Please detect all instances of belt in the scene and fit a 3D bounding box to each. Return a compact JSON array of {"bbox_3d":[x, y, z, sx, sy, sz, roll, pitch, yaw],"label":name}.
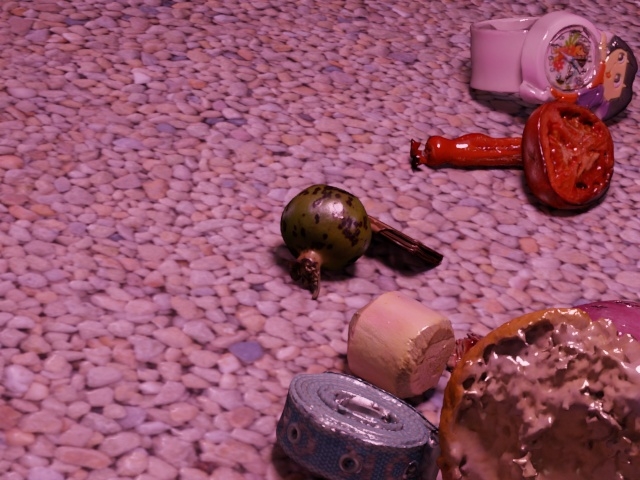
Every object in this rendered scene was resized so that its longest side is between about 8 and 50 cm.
[{"bbox_3d":[0.034,0.212,1.648,0.147,0.082,0.163,-5,29,-40],"label":"belt"}]

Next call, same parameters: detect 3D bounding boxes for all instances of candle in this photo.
[{"bbox_3d":[0.292,-0.138,2.316,0.329,0.051,0.048,-1,23,-18],"label":"candle"}]

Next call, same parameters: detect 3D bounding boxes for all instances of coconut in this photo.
[{"bbox_3d":[0.086,0.119,1.788,0.122,0.116,0.116,29,36,32],"label":"coconut"}]

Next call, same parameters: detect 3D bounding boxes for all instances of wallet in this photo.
[{"bbox_3d":[0.078,-0.016,2.053,0.176,0.026,0.095,30,0,27],"label":"wallet"}]

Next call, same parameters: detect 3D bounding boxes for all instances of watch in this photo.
[{"bbox_3d":[0.373,-0.288,2.505,0.244,0.196,0.231,-10,15,-29],"label":"watch"}]

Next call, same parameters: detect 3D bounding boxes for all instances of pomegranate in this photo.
[{"bbox_3d":[0.000,0.000,1.969,0.122,0.122,0.161,16,61,10],"label":"pomegranate"}]

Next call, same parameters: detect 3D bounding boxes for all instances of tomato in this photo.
[{"bbox_3d":[0.362,-0.118,2.261,0.174,0.082,0.166,5,72,-40],"label":"tomato"}]

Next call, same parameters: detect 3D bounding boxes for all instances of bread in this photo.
[{"bbox_3d":[0.258,0.204,1.581,0.274,0.274,0.149,21,6,18],"label":"bread"}]

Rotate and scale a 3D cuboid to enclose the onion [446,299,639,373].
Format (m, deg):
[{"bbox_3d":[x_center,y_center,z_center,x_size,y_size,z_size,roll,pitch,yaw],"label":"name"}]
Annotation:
[{"bbox_3d":[0.308,0.142,1.763,0.348,0.159,0.267,22,31,18],"label":"onion"}]
